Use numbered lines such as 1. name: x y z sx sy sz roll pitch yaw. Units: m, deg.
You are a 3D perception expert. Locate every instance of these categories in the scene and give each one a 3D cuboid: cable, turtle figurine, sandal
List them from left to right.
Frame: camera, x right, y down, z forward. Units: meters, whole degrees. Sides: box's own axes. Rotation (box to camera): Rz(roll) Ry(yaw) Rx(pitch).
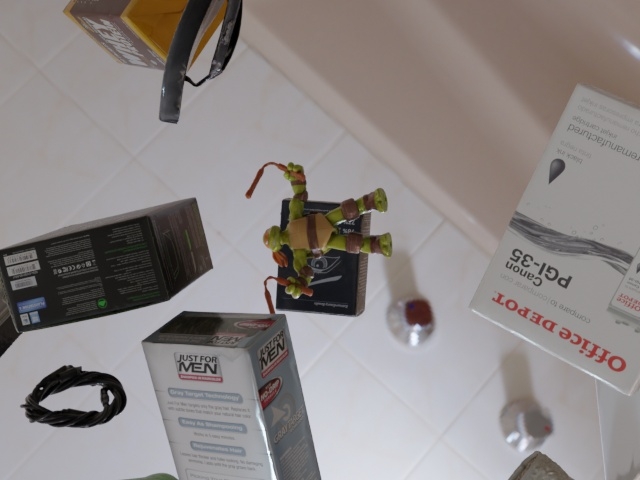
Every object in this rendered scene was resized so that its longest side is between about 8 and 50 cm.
1. cable: -0.425 0.280 1.607 0.151 0.047 0.184 24 -156 16
2. sandal: -0.091 -0.226 0.873 0.054 0.254 0.097 22 178 -9
3. turtle figurine: 0.000 0.000 1.451 0.217 0.269 0.087 -7 162 13

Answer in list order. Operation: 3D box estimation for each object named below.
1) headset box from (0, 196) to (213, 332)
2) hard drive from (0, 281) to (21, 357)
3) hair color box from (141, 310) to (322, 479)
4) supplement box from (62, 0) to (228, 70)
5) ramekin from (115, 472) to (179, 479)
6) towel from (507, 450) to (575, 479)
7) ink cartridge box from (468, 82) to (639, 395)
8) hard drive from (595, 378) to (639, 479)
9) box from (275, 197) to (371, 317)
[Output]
1. headset box: -0.326 0.029 1.472 0.283 0.246 0.131 -53 -50 -79
2. hard drive: -0.668 0.177 1.603 0.237 0.339 0.064 15 137 24
3. hair color box: -0.115 0.294 1.358 0.185 0.113 0.374 -1 111 30
4. supplement box: -0.249 -0.373 1.413 0.194 0.191 0.129 19 162 46
5. ramekin: -0.389 0.632 1.910 0.148 0.303 0.303 10 -170 -37
6. towel: 0.328 0.486 1.469 0.187 0.282 0.049 36 -170 -6
7. ink cartridge box: 0.322 -0.003 1.028 0.207 0.283 0.117 29 -164 20
8. hard drive: 0.461 0.214 1.384 0.040 0.318 0.210 7 142 0
9. box: 0.007 0.030 1.708 0.153 0.207 0.108 5 -176 12
